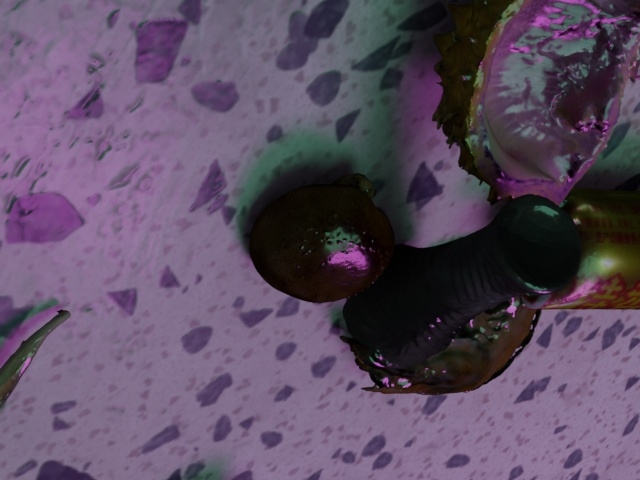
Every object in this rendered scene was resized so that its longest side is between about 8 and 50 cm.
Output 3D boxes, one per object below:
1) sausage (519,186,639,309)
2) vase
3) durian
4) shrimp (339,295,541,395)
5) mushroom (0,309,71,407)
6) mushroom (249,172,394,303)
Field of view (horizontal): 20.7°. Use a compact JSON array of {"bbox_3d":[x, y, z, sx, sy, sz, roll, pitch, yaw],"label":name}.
[{"bbox_3d":[0.277,0.006,1.641,0.317,0.117,0.125,1,130,-43],"label":"sausage"},{"bbox_3d":[0.117,0.031,1.433,0.115,0.115,0.237,-20,176,-28],"label":"vase"},{"bbox_3d":[0.178,-0.187,1.389,0.191,0.112,0.341,11,109,-36],"label":"durian"},{"bbox_3d":[0.126,0.071,1.627,0.253,0.058,0.173,8,112,-49],"label":"shrimp"},{"bbox_3d":[-0.314,0.151,1.324,0.306,0.043,0.068,-30,165,-19],"label":"mushroom"},{"bbox_3d":[0.000,0.000,1.434,0.127,0.087,0.127,-8,142,-7],"label":"mushroom"}]
